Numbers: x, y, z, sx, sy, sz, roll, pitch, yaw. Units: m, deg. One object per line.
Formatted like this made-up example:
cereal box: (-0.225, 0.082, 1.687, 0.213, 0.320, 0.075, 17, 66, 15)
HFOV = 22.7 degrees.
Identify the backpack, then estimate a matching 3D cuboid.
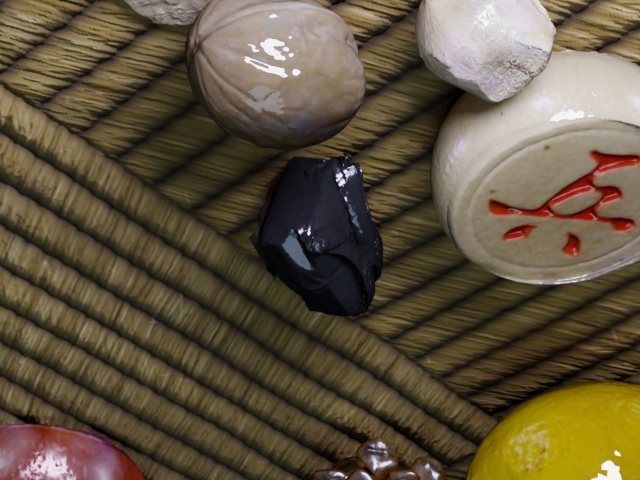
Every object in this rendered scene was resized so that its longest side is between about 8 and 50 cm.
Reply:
backpack: (-0.001, 0.004, 1.548, 0.106, 0.120, 0.165, 8, 144, 22)

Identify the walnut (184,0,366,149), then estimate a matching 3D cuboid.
walnut: (-0.039, -0.145, 1.343, 0.162, 0.140, 0.140, -5, 144, -30)

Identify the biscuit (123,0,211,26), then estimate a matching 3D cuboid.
biscuit: (-0.119, -0.226, 1.346, 0.120, 0.015, 0.120, -2, 140, -1)

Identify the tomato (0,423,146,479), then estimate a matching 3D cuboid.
tomato: (-0.371, 0.357, 1.895, 0.335, 0.176, 0.289, 3, 136, -5)

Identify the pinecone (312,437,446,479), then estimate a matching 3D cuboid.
pinecone: (0.069, 0.352, 1.899, 0.229, 0.202, 0.201, -43, 152, 13)

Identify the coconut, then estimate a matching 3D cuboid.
coconut: (0.134, -0.181, 1.342, 0.124, 0.110, 0.110, 26, 132, -38)

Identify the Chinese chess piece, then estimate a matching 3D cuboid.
Chinese chess piece: (0.226, -0.065, 1.485, 0.250, 0.103, 0.249, -3, 139, -2)

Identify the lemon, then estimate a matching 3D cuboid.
lemon: (0.307, 0.295, 1.770, 0.297, 0.297, 0.297, -1, 139, -1)
